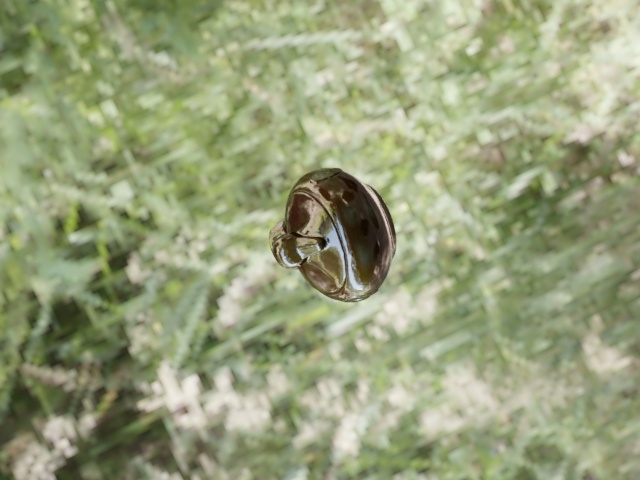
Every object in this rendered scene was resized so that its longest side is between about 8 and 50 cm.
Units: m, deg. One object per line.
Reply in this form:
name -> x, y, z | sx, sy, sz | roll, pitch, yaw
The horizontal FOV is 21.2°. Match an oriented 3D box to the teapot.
teapot -> 0.000, 0.000, 1.221 | 0.129, 0.078, 0.098 | -1, 107, 67
